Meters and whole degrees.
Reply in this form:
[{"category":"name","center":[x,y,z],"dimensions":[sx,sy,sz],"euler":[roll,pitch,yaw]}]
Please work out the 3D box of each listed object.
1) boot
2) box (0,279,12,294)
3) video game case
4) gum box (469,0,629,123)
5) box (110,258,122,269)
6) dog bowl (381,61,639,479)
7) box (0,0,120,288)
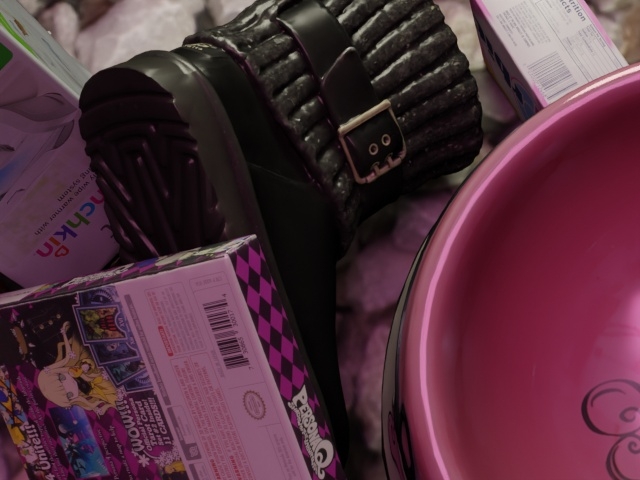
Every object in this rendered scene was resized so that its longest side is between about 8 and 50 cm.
[{"category":"boot","center":[0.003,-0.001,1.086],"dimensions":[0.131,0.348,0.260],"euler":[4,24,40]},{"category":"box","center":[-0.347,0.003,1.147],"dimensions":[0.154,0.142,0.300],"euler":[-42,68,-5]},{"category":"video game case","center":[-0.090,0.126,1.001],"dimensions":[0.210,0.042,0.232],"euler":[-14,103,32]},{"category":"gum box","center":[0.167,-0.097,1.109],"dimensions":[0.062,0.107,0.188],"euler":[-28,67,-1]},{"category":"box","center":[-0.124,-0.002,1.154],"dimensions":[0.087,0.058,0.232],"euler":[6,70,13]},{"category":"dog bowl","center":[0.222,0.076,0.906],"dimensions":[0.407,0.150,0.408],"euler":[-3,75,11]},{"category":"box","center":[-0.248,-0.115,1.088],"dimensions":[0.127,0.231,0.262],"euler":[-45,52,1]}]
